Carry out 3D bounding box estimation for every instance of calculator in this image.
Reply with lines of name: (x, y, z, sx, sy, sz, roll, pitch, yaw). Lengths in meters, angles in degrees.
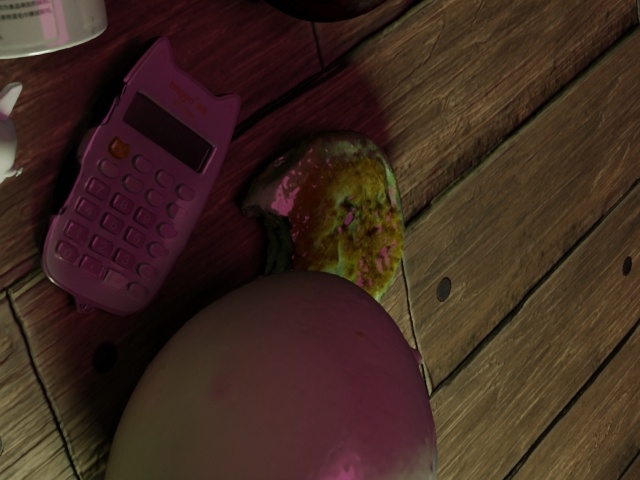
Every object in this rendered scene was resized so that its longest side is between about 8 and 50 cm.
calculator: (-0.197, -0.058, 1.395, 0.194, 0.043, 0.294, 36, 76, -51)

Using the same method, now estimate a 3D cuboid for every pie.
pie: (0.005, -0.002, 1.640, 0.302, 0.067, 0.302, -20, 117, -47)

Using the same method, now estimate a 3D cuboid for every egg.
egg: (-0.037, 0.193, 1.430, 0.354, 0.354, 0.340, 36, 60, -50)

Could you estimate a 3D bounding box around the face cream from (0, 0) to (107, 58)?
face cream: (-0.279, -0.351, 1.114, 0.145, 0.145, 0.370, -29, 123, -44)

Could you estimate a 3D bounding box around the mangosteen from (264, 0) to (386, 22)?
mangosteen: (0.031, -0.345, 1.412, 0.235, 0.261, 0.235, -20, 116, -50)

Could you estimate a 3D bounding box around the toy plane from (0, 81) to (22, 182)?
toy plane: (-0.343, -0.070, 1.101, 0.252, 0.118, 0.252, -52, 172, -10)
